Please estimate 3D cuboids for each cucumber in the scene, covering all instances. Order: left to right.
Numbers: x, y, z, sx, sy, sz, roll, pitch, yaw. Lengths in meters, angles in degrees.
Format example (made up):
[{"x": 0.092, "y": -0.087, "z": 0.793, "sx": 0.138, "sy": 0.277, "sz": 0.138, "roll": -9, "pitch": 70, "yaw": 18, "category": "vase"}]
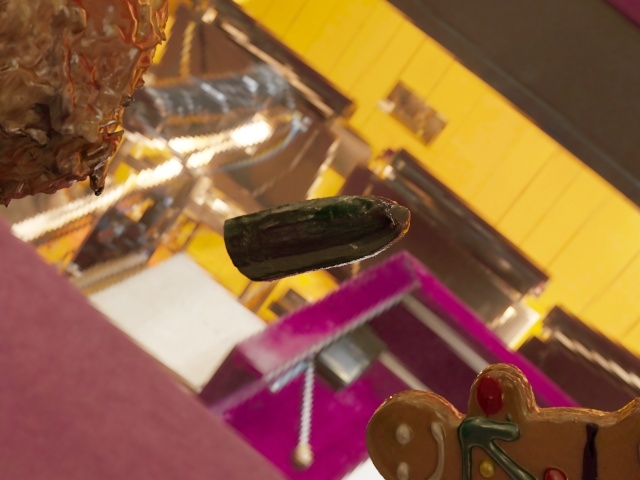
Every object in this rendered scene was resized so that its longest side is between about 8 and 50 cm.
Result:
[{"x": 0.000, "y": 0.000, "z": 1.645, "sx": 0.115, "sy": 0.244, "sz": 0.063, "roll": 40, "pitch": 48, "yaw": -37, "category": "cucumber"}]

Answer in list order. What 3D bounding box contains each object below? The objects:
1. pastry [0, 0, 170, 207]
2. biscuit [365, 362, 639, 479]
[{"x": -0.335, "y": -0.205, "z": 1.352, "sx": 0.405, "sy": 0.292, "sz": 0.337, "roll": -4, "pitch": 89, "yaw": -45, "category": "pastry"}, {"x": 0.181, "y": 0.213, "z": 1.240, "sx": 0.302, "sy": 0.196, "sz": 0.049, "roll": 9, "pitch": 17, "yaw": 25, "category": "biscuit"}]
